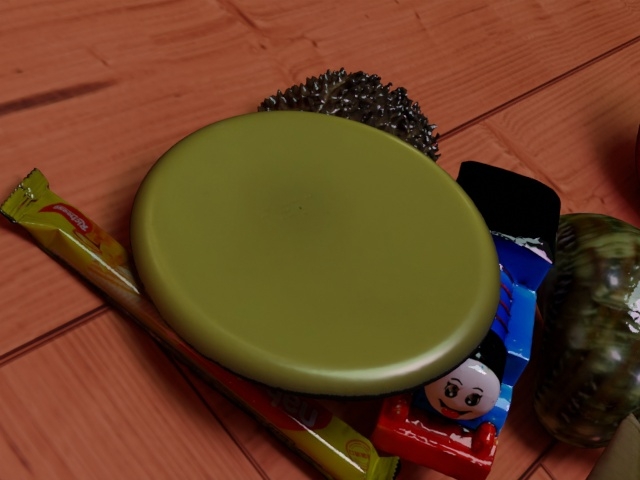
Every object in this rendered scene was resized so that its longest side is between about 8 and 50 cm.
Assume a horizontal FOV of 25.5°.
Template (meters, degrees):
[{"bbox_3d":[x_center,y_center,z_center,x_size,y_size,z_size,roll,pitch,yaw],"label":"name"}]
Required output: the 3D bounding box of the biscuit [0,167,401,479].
[{"bbox_3d":[-0.070,0.063,0.852,0.292,0.026,0.048,39,29,-8],"label":"biscuit"}]

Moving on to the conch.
[{"bbox_3d":[0.211,0.069,1.061,0.187,0.124,0.181,-51,130,-83],"label":"conch"}]

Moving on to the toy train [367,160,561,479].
[{"bbox_3d":[0.097,0.052,0.945,0.083,0.131,0.204,22,38,-4],"label":"toy train"}]

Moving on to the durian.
[{"bbox_3d":[0.035,-0.079,1.057,0.148,0.091,0.188,44,32,-5],"label":"durian"}]

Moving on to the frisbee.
[{"bbox_3d":[0.000,0.000,0.873,0.236,0.017,0.236,8,48,-9],"label":"frisbee"}]

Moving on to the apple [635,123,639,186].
[{"bbox_3d":[0.440,-0.084,1.372,0.216,0.260,0.260,-32,80,-32],"label":"apple"}]

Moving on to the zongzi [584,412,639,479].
[{"bbox_3d":[0.195,0.280,0.743,0.274,0.145,0.300,43,57,-4],"label":"zongzi"}]
